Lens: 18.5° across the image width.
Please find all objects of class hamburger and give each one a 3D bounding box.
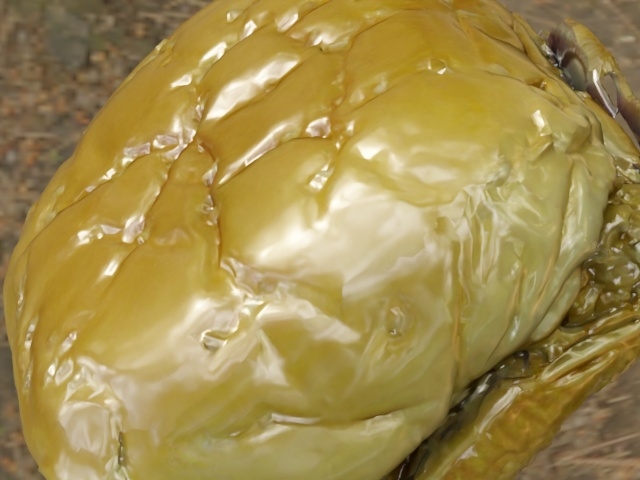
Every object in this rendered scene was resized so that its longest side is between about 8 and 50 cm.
[{"bbox_3d":[0.000,0.000,0.826,0.319,0.158,0.318,-28,36,23],"label":"hamburger"}]
